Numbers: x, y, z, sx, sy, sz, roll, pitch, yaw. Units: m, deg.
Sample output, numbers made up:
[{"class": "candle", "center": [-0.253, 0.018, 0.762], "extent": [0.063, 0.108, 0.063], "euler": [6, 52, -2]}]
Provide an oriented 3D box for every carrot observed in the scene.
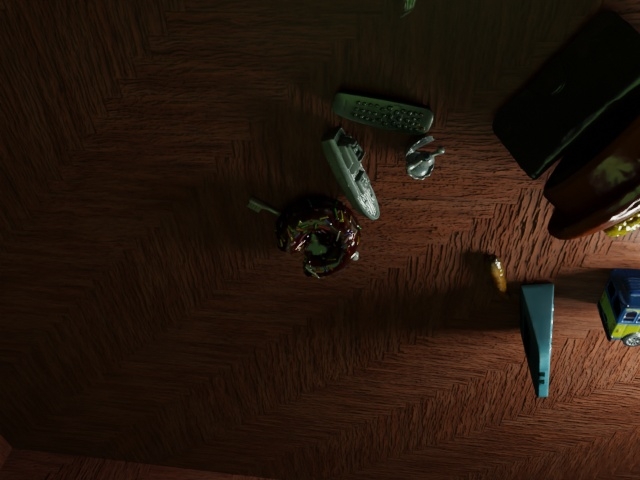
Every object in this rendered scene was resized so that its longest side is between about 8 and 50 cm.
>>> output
[{"class": "carrot", "center": [0.491, 0.110, 1.442], "extent": [0.047, 0.047, 0.191], "euler": [-15, 128, 22]}]

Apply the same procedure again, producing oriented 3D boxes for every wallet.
[{"class": "wallet", "center": [0.483, -0.276, 1.023], "extent": [0.309, 0.042, 0.165], "euler": [-47, 66, 37]}]

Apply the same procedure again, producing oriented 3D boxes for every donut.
[{"class": "donut", "center": [0.000, -0.001, 1.366], "extent": [0.216, 0.096, 0.230], "euler": [-19, 118, 11]}]

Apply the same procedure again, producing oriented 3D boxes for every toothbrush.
[{"class": "toothbrush", "center": [-0.043, -0.029, 1.421], "extent": [0.342, 0.025, 0.030], "euler": [26, 129, -14]}]

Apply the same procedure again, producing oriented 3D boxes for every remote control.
[{"class": "remote control", "center": [0.135, -0.283, 1.148], "extent": [0.222, 0.042, 0.072], "euler": [12, 133, -3]}]

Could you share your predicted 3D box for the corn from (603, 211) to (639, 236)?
[{"class": "corn", "center": [0.737, -0.140, 1.121], "extent": [0.121, 0.120, 0.363], "euler": [20, 134, -8]}]

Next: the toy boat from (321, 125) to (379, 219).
[{"class": "toy boat", "center": [0.086, -0.150, 1.252], "extent": [0.085, 0.078, 0.260], "euler": [-5, 130, 34]}]

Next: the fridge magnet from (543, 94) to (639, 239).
[{"class": "fridge magnet", "center": [0.573, -0.144, 1.002], "extent": [0.155, 0.363, 0.363], "euler": [44, 129, 3]}]

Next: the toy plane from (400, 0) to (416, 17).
[{"class": "toy plane", "center": [0.140, -0.526, 0.888], "extent": [0.255, 0.101, 0.251], "euler": [-20, 125, 21]}]

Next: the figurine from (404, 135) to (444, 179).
[{"class": "figurine", "center": [0.227, -0.189, 1.189], "extent": [0.082, 0.094, 0.086], "euler": [56, 161, 8]}]

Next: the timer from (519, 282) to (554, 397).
[{"class": "timer", "center": [0.604, 0.270, 1.427], "extent": [0.092, 0.250, 0.231], "euler": [-4, 131, 15]}]

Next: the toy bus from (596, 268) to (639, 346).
[{"class": "toy bus", "center": [0.900, 0.176, 1.365], "extent": [0.288, 0.138, 0.175], "euler": [2, 133, 9]}]
